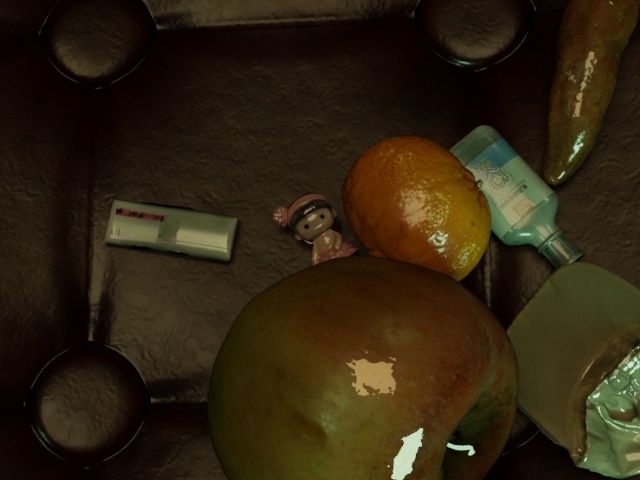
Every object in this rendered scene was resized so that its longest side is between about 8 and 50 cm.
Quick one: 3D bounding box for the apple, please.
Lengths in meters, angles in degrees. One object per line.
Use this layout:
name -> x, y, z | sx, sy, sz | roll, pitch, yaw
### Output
apple -> 0.043, 0.175, 1.726 | 0.305, 0.338, 0.338 | 25, 76, 32

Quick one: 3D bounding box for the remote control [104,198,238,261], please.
remote control -> -0.189, -0.016, 1.943 | 0.166, 0.029, 0.065 | 9, 75, 8

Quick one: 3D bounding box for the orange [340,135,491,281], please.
orange -> 0.118, -0.036, 1.839 | 0.161, 0.193, 0.193 | -36, 74, 1

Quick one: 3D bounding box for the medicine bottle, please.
medicine bottle -> 0.242, -0.046, 1.903 | 0.090, 0.054, 0.208 | -40, 76, -7

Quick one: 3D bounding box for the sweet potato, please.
sweet potato -> 0.330, -0.211, 1.924 | 0.097, 0.097, 0.292 | 17, 76, 10

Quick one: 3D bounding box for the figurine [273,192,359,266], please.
figurine -> 0.000, 0.000, 1.915 | 0.072, 0.054, 0.129 | -34, 80, 10

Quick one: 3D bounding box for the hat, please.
hat -> 0.351, 0.154, 1.829 | 0.214, 0.149, 0.244 | -50, 40, 9
